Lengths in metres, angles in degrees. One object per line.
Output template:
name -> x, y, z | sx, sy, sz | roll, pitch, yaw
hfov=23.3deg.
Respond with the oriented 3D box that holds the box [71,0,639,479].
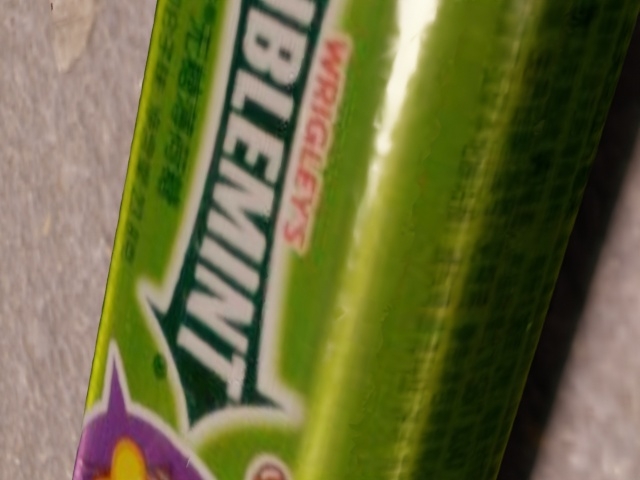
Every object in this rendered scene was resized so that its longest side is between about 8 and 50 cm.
box -> 0.000, 0.000, 0.426 | 0.134, 0.097, 0.345 | 38, 123, 42
